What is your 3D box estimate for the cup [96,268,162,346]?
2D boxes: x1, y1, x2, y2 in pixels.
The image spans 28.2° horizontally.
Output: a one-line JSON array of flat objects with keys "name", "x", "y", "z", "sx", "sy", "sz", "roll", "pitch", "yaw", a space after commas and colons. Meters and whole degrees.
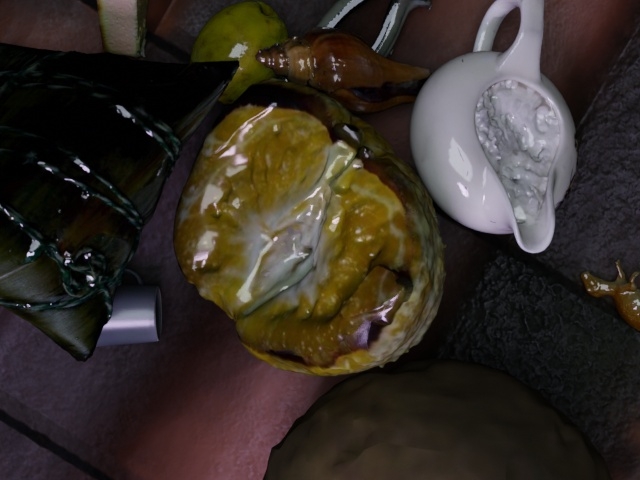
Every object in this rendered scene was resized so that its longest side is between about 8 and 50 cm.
[{"name": "cup", "x": -0.233, "y": 0.078, "z": 1.538, "sx": 0.077, "sy": 0.078, "sz": 0.100, "roll": -2, "pitch": 61, "yaw": 0}]

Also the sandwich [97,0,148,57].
[{"name": "sandwich", "x": -0.228, "y": -0.315, "z": 1.473, "sx": 0.058, "sy": 0.162, "sz": 0.193, "roll": 9, "pitch": 94, "yaw": 1}]

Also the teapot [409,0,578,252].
[{"name": "teapot", "x": 0.202, "y": -0.133, "z": 1.435, "sx": 0.208, "sy": 0.166, "sz": 0.300, "roll": 4, "pitch": 86, "yaw": -16}]

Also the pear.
[{"name": "pear", "x": -0.094, "y": -0.219, "z": 1.497, "sx": 0.107, "sy": 0.107, "sz": 0.131, "roll": 35, "pitch": 104, "yaw": 2}]

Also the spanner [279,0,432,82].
[{"name": "spanner", "x": 0.075, "y": -0.282, "z": 1.512, "sx": 0.095, "sy": 0.040, "sz": 0.325, "roll": 39, "pitch": 96, "yaw": 2}]

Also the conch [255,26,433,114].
[{"name": "conch", "x": 0.041, "y": -0.189, "z": 1.462, "sx": 0.232, "sy": 0.080, "sz": 0.086, "roll": 24, "pitch": 100, "yaw": -10}]

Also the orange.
[{"name": "orange", "x": 0.000, "y": 0.000, "z": 1.427, "sx": 0.271, "sy": 0.210, "sz": 0.369, "roll": -49, "pitch": 59, "yaw": 12}]

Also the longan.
[{"name": "longan", "x": 0.133, "y": 0.350, "z": 1.361, "sx": 0.404, "sy": 0.404, "sz": 0.436, "roll": -7, "pitch": 92, "yaw": 5}]

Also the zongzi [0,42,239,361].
[{"name": "zongzi", "x": -0.333, "y": -0.101, "z": 1.447, "sx": 0.362, "sy": 0.319, "sz": 0.383, "roll": 20, "pitch": 69, "yaw": 29}]

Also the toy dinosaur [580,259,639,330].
[{"name": "toy dinosaur", "x": 0.388, "y": 0.097, "z": 1.509, "sx": 0.126, "sy": 0.039, "sz": 0.162, "roll": -14, "pitch": 96, "yaw": 15}]
